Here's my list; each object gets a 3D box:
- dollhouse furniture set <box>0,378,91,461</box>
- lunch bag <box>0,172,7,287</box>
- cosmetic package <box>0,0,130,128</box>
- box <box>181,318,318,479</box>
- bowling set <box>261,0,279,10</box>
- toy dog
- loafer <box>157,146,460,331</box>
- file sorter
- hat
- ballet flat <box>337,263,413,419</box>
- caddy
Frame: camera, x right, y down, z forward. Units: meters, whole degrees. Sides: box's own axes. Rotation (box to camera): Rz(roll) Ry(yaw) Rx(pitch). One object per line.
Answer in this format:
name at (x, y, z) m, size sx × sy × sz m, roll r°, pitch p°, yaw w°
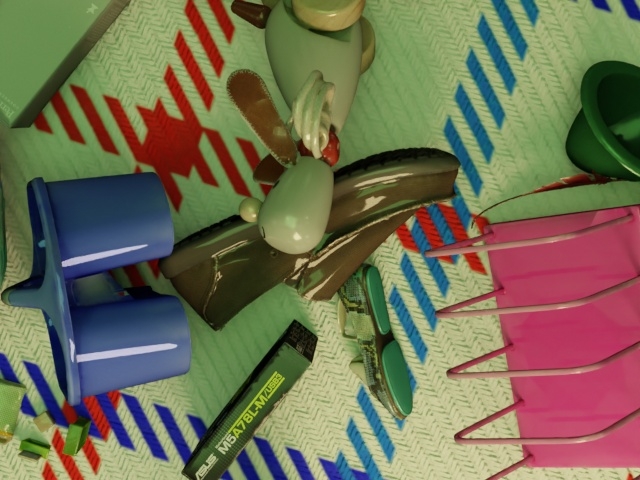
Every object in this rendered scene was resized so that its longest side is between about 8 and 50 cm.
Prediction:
dollhouse furniture set at (-0.354, 0.216, 1.642) m, size 0.151 × 0.058 × 0.076 m, roll 17°, pitch 94°, yaw 2°
lunch bag at (-0.450, -0.015, 1.536) m, size 0.224 × 0.108 × 0.279 m, roll -37°, pitch 50°, yaw 32°
cosmetic package at (-0.321, -0.255, 1.588) m, size 0.127 × 0.107 × 0.238 m, roll 38°, pitch 92°, yaw -3°
box at (-0.075, 0.182, 1.559) m, size 0.045 × 0.191 × 0.184 m, roll 36°, pitch 96°, yaw -1°
bowling set at (-0.111, -0.377, 1.550) m, size 0.154 × 0.287 × 0.200 m, roll -30°, pitch 51°, yaw 41°
toy dog at (-0.044, -0.160, 1.493) m, size 0.161 × 0.334 × 0.220 m, roll 8°, pitch 135°, yaw 11°
loafer at (0.000, 0.000, 1.584) m, size 0.366 × 0.134 × 0.130 m, roll -22°, pitch 97°, yaw 14°
file sorter at (0.246, 0.126, 1.501) m, size 0.202 × 0.182 × 0.291 m, roll -8°, pitch 94°, yaw 40°
hat at (0.313, -0.090, 1.598) m, size 0.208 × 0.173 × 0.183 m, roll 23°, pitch 139°, yaw -18°
ballet flat at (0.058, 0.121, 1.619) m, size 0.070 × 0.070 × 0.188 m, roll -13°, pitch 91°, yaw 4°
caddy at (-0.256, 0.046, 1.500) m, size 0.179 × 0.341 × 0.241 m, roll -10°, pitch 93°, yaw -14°
